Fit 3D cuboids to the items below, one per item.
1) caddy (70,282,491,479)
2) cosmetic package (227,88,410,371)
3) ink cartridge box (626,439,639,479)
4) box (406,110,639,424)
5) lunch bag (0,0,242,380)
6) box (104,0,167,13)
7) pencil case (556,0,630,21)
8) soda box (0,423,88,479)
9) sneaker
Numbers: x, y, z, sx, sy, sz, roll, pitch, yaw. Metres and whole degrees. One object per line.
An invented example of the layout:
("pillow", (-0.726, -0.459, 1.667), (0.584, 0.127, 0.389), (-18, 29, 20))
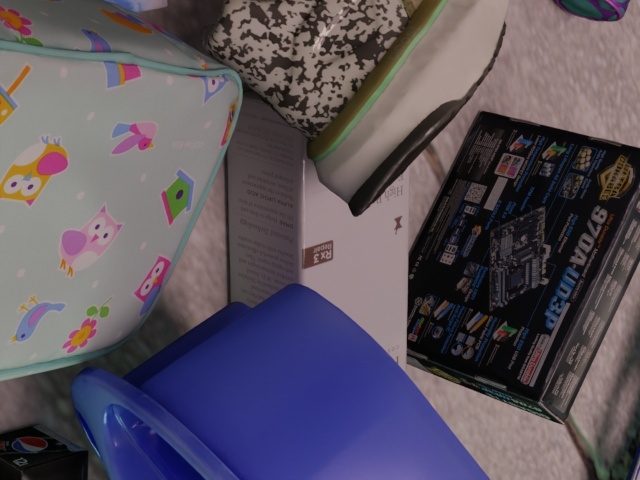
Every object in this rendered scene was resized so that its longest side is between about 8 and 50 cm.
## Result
("caddy", (-0.015, 0.190, 0.907), (0.179, 0.241, 0.341), (-41, 98, -21))
("cosmetic package", (0.000, 0.000, 1.059), (0.117, 0.085, 0.231), (-21, 117, -41))
("ink cartridge box", (0.416, 0.210, 1.594), (0.330, 0.071, 0.324), (19, 91, -45))
("box", (0.160, 0.015, 1.166), (0.051, 0.175, 0.220), (37, 76, -48))
("lunch bag", (-0.179, -0.024, 0.794), (0.279, 0.108, 0.224), (-4, 123, -59))
("box", (-0.171, -0.172, 0.842), (0.178, 0.042, 0.109), (-22, 120, -42))
("pencil case", (0.257, -0.263, 1.251), (0.152, 0.064, 0.070), (-66, 154, -6))
("soda box", (-0.190, 0.210, 0.948), (0.053, 0.060, 0.169), (-12, 113, -45))
("sneaker", (0.048, -0.219, 0.969), (0.182, 0.158, 0.410), (34, 52, -13))
